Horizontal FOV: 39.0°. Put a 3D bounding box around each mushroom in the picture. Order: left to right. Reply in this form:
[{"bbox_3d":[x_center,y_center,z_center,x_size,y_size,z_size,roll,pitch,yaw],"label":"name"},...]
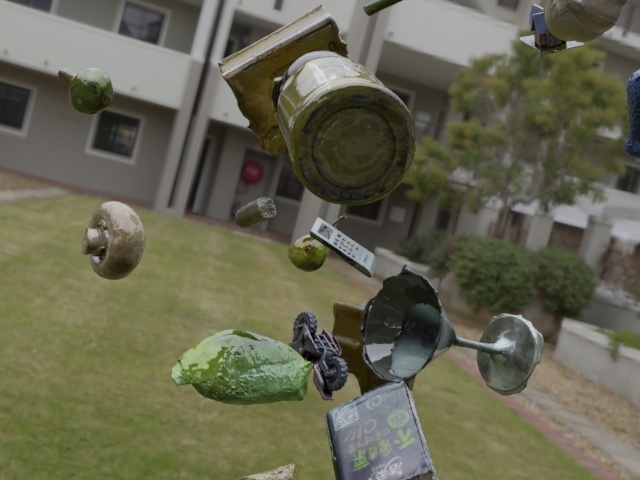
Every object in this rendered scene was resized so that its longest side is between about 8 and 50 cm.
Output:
[{"bbox_3d":[-0.441,-0.001,1.907,0.127,0.166,0.166,9,5,-32],"label":"mushroom"}]

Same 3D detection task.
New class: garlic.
[{"bbox_3d":[0.591,-0.554,2.029,0.152,0.228,0.228,21,-1,-24],"label":"garlic"}]

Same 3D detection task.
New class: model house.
[{"bbox_3d":[0.147,0.288,2.315,0.268,0.239,0.173,10,-4,0],"label":"model house"},{"bbox_3d":[0.568,-0.533,2.238,0.117,0.088,0.167,-13,28,-3],"label":"model house"}]

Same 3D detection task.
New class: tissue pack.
[{"bbox_3d":[0.104,0.369,1.601,0.073,0.173,0.235,57,10,-34],"label":"tissue pack"}]

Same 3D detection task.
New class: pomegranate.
[{"bbox_3d":[-0.362,-0.230,1.390,0.084,0.073,0.073,11,1,10],"label":"pomegranate"}]

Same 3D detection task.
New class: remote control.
[{"bbox_3d":[0.049,0.018,1.954,0.166,0.029,0.065,34,36,-6],"label":"remote control"}]

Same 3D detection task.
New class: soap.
[{"bbox_3d":[-0.062,-0.363,2.047,0.259,0.281,0.143,61,3,-48],"label":"soap"}]

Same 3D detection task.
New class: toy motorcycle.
[{"bbox_3d":[-0.013,0.240,1.807,0.084,0.118,0.212,18,22,-36],"label":"toy motorcycle"}]

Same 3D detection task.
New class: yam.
[{"bbox_3d":[-0.145,-0.061,2.024,0.054,0.054,0.132,13,-16,-27],"label":"yam"}]

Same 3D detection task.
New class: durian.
[{"bbox_3d":[-0.132,0.213,1.532,0.250,0.101,0.139,14,21,-20],"label":"durian"}]

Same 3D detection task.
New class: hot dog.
[{"bbox_3d":[-0.114,0.544,2.021,0.169,0.061,0.078,-5,-15,-39],"label":"hot dog"}]

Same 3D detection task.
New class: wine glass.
[{"bbox_3d":[0.187,0.137,1.235,0.232,0.156,0.156,16,1,-37],"label":"wine glass"}]

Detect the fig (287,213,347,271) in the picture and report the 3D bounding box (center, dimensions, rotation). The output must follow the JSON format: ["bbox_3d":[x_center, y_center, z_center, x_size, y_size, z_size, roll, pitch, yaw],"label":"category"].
[{"bbox_3d":[0.005,0.014,2.115,0.166,0.093,0.093,-27,5,-3],"label":"fig"}]

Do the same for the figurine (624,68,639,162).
[{"bbox_3d":[0.736,-0.301,2.026,0.120,0.262,0.164,6,13,-10],"label":"figurine"}]

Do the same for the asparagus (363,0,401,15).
[{"bbox_3d":[0.188,-0.440,1.552,0.248,0.024,0.025,-17,-16,24],"label":"asparagus"}]

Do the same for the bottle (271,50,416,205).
[{"bbox_3d":[0.020,-0.190,1.337,0.171,0.171,0.351,14,21,-15],"label":"bottle"}]
